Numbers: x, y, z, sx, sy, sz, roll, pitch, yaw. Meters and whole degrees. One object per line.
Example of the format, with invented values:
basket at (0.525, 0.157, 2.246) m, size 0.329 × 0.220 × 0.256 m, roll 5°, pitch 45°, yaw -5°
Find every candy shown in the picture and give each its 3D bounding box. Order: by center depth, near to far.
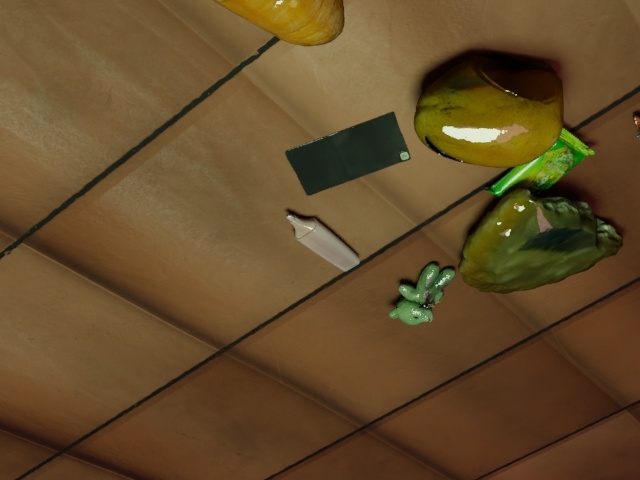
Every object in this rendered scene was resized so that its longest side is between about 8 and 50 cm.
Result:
candy at (0.385, -0.123, 1.516) m, size 0.102 × 0.032 × 0.178 m, roll 23°, pitch 128°, yaw -34°

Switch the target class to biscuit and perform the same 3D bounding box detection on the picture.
biscuit at (0.431, 0.006, 1.620) m, size 0.335 × 0.078 × 0.329 m, roll -7°, pitch 148°, yaw -12°

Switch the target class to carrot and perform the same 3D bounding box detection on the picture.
carrot at (-0.048, -0.325, 1.121) m, size 0.159 × 0.159 × 0.225 m, roll -29°, pitch 144°, yaw 17°

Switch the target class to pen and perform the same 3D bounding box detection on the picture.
pen at (0.000, 0.000, 1.562) m, size 0.053 × 0.032 × 0.197 m, roll -31°, pitch 137°, yaw 21°

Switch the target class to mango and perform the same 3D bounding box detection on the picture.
mango at (0.260, -0.187, 1.345) m, size 0.236 × 0.136 × 0.166 m, roll 8°, pitch 137°, yaw -14°

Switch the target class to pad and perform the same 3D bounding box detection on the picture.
pad at (0.048, -0.142, 1.440) m, size 0.193 × 0.004 × 0.116 m, roll -19°, pitch 137°, yaw 8°

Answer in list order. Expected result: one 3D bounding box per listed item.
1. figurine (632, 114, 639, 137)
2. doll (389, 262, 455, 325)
figurine at (0.607, -0.202, 1.457) m, size 0.140 × 0.068 × 0.075 m, roll -21°, pitch 135°, yaw 13°
doll at (0.207, 0.112, 1.706) m, size 0.115 × 0.077 × 0.150 m, roll 8°, pitch 124°, yaw -36°
